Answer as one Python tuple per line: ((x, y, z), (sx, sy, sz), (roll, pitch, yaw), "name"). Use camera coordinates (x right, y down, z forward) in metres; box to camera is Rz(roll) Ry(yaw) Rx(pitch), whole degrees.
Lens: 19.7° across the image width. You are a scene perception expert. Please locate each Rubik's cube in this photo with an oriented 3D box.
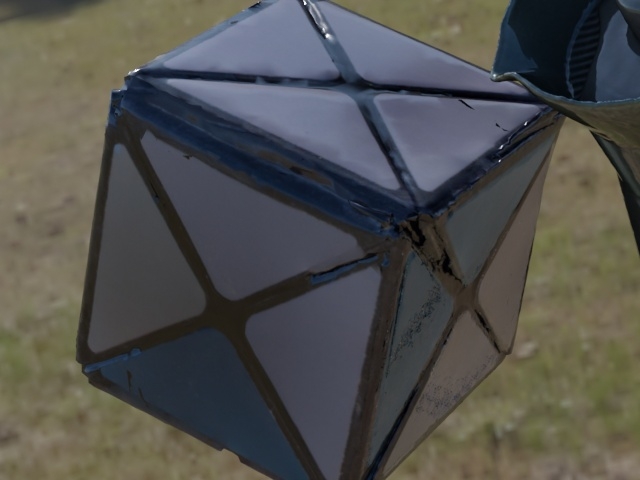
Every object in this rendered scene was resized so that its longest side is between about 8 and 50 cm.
((0.000, 0.000, 1.590), (0.310, 0.307, 0.305), (24, 33, 19), "Rubik's cube")

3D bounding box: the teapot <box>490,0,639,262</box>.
((0.290, -0.047, 1.059), (0.300, 0.344, 0.253), (-23, 41, 22), "teapot")
